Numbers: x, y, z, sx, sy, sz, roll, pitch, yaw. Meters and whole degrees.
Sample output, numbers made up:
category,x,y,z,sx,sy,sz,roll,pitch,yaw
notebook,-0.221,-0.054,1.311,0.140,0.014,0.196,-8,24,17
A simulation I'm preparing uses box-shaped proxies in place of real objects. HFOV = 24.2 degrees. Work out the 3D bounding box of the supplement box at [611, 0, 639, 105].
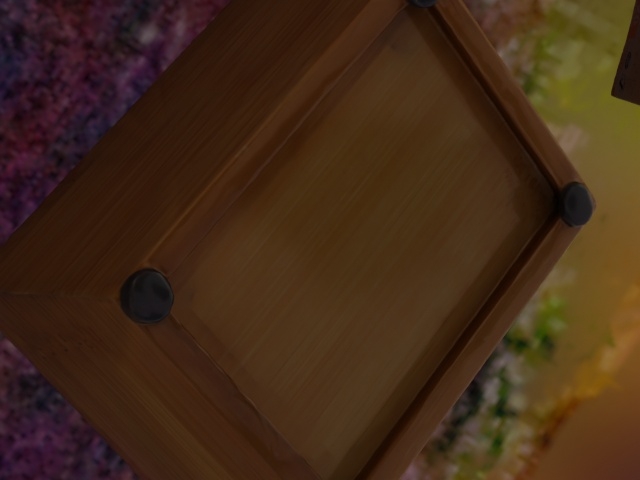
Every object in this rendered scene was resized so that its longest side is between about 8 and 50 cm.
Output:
category,x,y,z,sx,sy,sz,roll,pitch,yaw
supplement box,0.131,-0.069,0.488,0.098,0.036,0.062,-116,-142,-79

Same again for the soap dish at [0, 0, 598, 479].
category,x,y,z,sx,sy,sz,roll,pitch,yaw
soap dish,0.000,0.000,0.759,0.291,0.118,0.229,-51,120,-22
